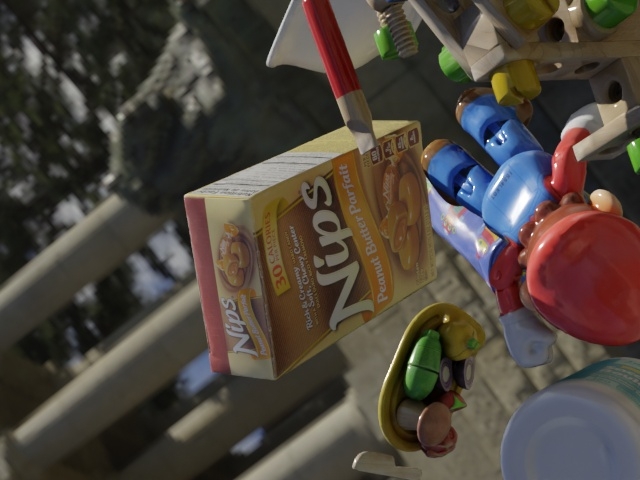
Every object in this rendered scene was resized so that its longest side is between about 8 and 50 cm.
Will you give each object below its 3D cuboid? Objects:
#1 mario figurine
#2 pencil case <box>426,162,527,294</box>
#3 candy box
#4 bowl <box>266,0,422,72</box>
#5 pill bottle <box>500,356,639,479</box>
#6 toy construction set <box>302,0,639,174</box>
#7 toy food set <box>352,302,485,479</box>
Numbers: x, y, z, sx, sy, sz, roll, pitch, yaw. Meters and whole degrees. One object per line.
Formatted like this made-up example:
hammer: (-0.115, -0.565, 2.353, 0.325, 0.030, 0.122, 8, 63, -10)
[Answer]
mario figurine: (0.226, -0.008, 1.418, 0.320, 0.170, 0.198, -123, 25, -48)
pencil case: (0.236, -0.017, 2.093, 0.133, 0.119, 0.306, 23, -166, -27)
candy box: (0.000, 0.000, 1.537, 0.316, 0.087, 0.183, -28, -65, -52)
bowl: (0.062, -0.297, 1.646, 0.134, 0.298, 0.298, 25, -168, -2)
pill bottle: (0.282, 0.193, 1.469, 0.146, 0.146, 0.264, 55, -157, 12)
toy construction set: (0.155, -0.143, 1.184, 0.257, 0.308, 0.237, -6, -104, -60)
toy food set: (0.136, 0.181, 1.712, 0.071, 0.218, 0.128, 15, 170, 46)
